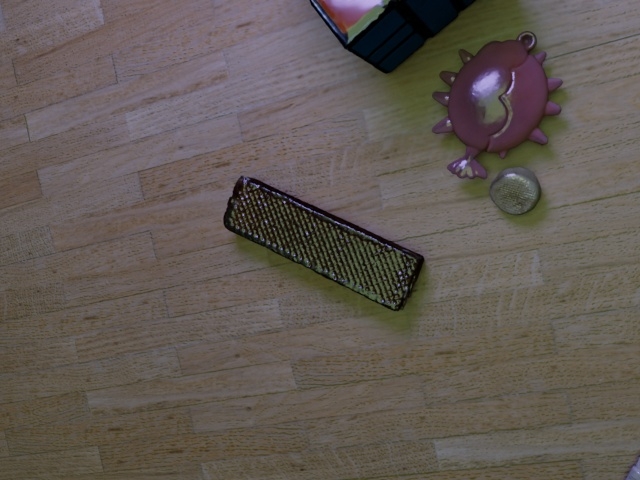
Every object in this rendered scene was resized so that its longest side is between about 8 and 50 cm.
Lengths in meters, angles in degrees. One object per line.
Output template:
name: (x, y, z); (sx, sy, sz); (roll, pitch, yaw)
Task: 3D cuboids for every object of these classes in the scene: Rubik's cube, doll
Rubik's cube: (0.101, -0.475, 1.093); (0.283, 0.288, 0.294); (-35, 85, 19)
doll: (0.291, -0.225, 1.150); (0.211, 0.093, 0.262); (19, 100, 13)

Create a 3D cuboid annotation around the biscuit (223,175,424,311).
biscuit: (0.000, 0.000, 1.278); (0.388, 0.073, 0.107); (25, 101, 14)

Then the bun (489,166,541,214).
bun: (0.334, -0.087, 1.166); (0.086, 0.055, 0.086); (13, 124, 20)

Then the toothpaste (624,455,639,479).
toothpaste: (0.518, 0.449, 1.166); (0.048, 0.031, 0.191); (22, 104, 12)
